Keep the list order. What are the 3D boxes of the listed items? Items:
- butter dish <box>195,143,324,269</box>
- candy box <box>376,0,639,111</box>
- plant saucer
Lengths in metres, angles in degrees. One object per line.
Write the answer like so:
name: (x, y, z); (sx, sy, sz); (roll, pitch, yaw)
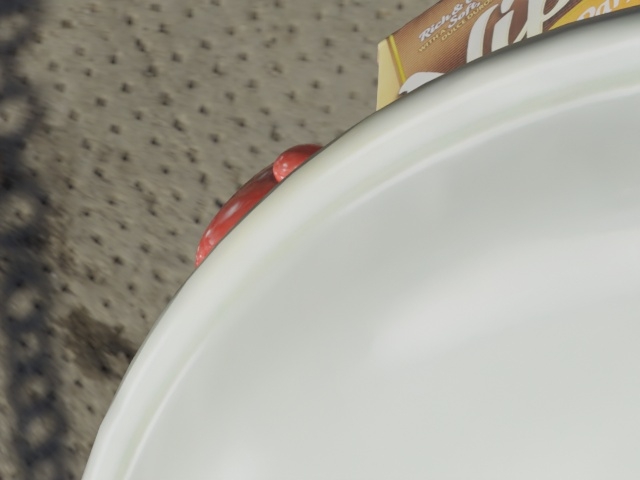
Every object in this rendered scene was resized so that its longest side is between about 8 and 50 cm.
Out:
butter dish: (0.000, 0.000, 0.962); (0.160, 0.160, 0.118); (-49, 139, -39)
candy box: (0.172, -0.110, 0.871); (0.316, 0.183, 0.087); (-33, 118, 25)
plant saucer: (0.112, 0.148, 0.385); (0.400, 0.100, 0.401); (6, 113, 15)
